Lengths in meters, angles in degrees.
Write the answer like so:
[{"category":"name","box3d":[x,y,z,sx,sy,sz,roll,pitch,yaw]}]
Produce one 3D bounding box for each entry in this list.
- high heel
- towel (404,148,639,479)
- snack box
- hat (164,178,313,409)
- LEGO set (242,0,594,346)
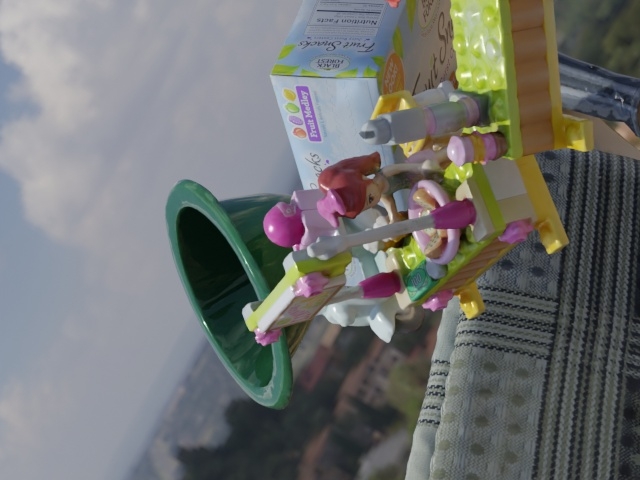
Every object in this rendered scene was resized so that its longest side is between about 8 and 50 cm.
[{"category":"high heel","box3d":[0.191,-0.048,1.334,0.093,0.186,0.261,-40,-43,-33]},{"category":"towel","box3d":[0.211,0.097,0.877,0.056,0.312,0.324,102,-178,-52]},{"category":"snack box","box3d":[0.044,-0.102,1.007,0.174,0.070,0.207,75,-155,-43]},{"category":"hat","box3d":[0.000,0.000,1.216,0.183,0.208,0.173,-23,-33,-21]},{"category":"LEGO set","box3d":[0.023,-0.049,0.622,0.107,0.132,0.287,-14,-38,-23]}]
